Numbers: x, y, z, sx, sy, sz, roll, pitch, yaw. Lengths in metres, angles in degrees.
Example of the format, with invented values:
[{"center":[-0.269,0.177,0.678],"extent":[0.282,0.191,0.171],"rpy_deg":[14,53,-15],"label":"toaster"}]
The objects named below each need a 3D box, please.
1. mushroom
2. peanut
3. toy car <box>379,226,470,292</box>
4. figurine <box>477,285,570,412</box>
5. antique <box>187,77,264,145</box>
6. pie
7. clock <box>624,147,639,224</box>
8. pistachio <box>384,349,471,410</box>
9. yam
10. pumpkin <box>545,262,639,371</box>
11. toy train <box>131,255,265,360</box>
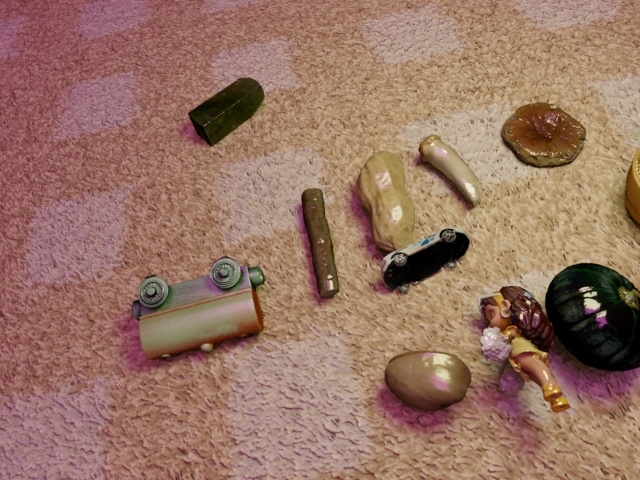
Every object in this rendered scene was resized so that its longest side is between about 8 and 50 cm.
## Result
[{"center":[0.313,-0.170,1.042],"extent":[0.071,0.084,0.209],"rpy_deg":[-39,63,9],"label":"mushroom"},{"center":[0.146,-0.088,0.993],"extent":[0.124,0.123,0.256],"rpy_deg":[-6,62,4],"label":"peanut"},{"center":[0.219,0.036,0.920],"extent":[0.205,0.095,0.056],"rpy_deg":[-26,41,-9],"label":"toy car"},{"center":[0.351,0.181,0.766],"extent":[0.116,0.174,0.240],"rpy_deg":[-19,34,24],"label":"figurine"},{"center":[-0.257,-0.373,1.241],"extent":[0.221,0.080,0.081],"rpy_deg":[-41,63,-18],"label":"antique"},{"center":[0.546,-0.261,1.081],"extent":[0.195,0.046,0.195],"rpy_deg":[-4,59,7],"label":"pie"},{"center":[0.797,-0.116,0.881],"extent":[0.317,0.200,0.244],"rpy_deg":[-12,54,11],"label":"clock"},{"center":[0.190,0.248,0.784],"extent":[0.149,0.113,0.113],"rpy_deg":[8,60,11],"label":"pistachio"},{"center":[0.000,0.000,0.990],"extent":[0.061,0.061,0.274],"rpy_deg":[-12,59,1],"label":"yam"},{"center":[0.501,0.131,0.777],"extent":[0.202,0.140,0.202],"rpy_deg":[14,48,-16],"label":"pumpkin"},{"center":[-0.249,0.145,0.914],"extent":[0.286,0.116,0.177],"rpy_deg":[-15,70,-2],"label":"toy train"}]
